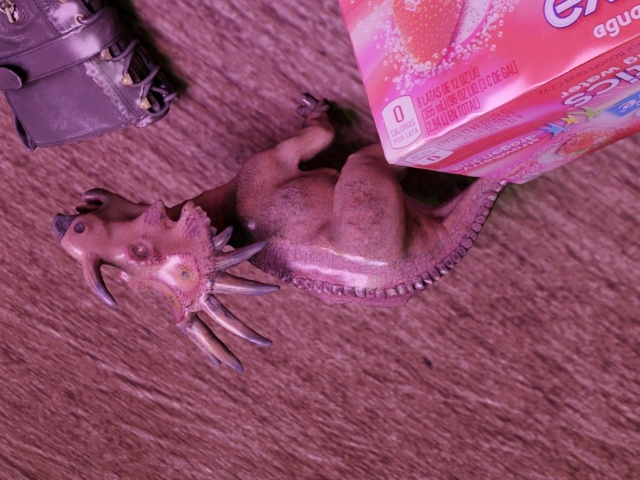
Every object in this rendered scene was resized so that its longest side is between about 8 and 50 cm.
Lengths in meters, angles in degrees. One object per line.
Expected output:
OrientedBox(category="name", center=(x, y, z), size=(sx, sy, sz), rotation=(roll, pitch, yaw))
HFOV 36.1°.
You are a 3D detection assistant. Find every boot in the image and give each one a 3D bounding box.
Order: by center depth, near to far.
OrientedBox(category="boot", center=(-0.169, -0.179, 0.670), size=(0.263, 0.091, 0.229), rotation=(-15, 123, 35))

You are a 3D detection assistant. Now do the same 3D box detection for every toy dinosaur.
OrientedBox(category="toy dinosaur", center=(0.000, 0.000, 0.647), size=(0.296, 0.200, 0.127), rotation=(-1, 124, 22))

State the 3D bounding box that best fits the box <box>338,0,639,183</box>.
OrientedBox(category="box", center=(0.169, -0.151, 0.472), size=(0.300, 0.154, 0.142), rotation=(-26, 73, 35))
